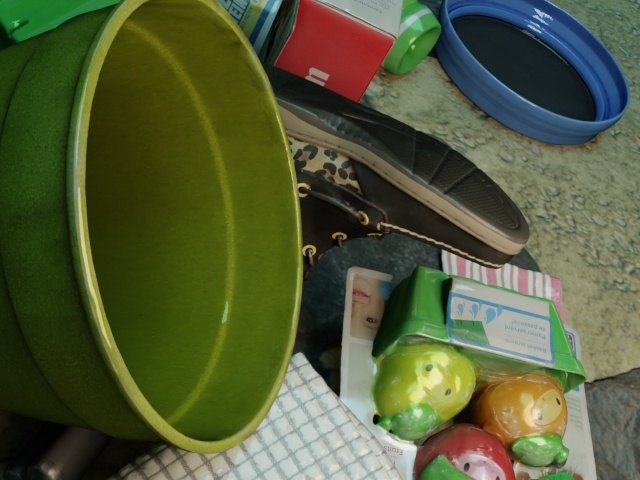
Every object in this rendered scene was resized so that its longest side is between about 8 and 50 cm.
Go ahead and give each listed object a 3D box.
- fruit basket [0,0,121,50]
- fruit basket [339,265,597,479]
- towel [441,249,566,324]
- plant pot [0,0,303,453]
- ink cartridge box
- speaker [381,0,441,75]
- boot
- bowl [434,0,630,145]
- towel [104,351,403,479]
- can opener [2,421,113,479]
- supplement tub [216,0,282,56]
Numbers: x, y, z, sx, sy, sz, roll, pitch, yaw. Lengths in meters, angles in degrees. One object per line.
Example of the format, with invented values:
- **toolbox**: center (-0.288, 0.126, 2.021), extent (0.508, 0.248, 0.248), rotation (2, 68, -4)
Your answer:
- **fruit basket**: center (-0.219, -0.245, 1.033), extent (0.392, 0.392, 0.283), rotation (-25, 67, -42)
- **fruit basket**: center (0.173, 0.209, 0.994), extent (0.327, 0.165, 0.353), rotation (16, 50, -15)
- **towel**: center (0.259, 0.082, 1.256), extent (0.197, 0.029, 0.144), rotation (16, 44, -16)
- **plant pot**: center (-0.246, -0.003, 0.776), extent (0.353, 0.366, 0.366), rotation (-5, 40, 20)
- **ink cartridge box**: center (-0.020, -0.200, 1.149), extent (0.130, 0.309, 0.272), rotation (22, 45, -11)
- **speaker**: center (0.061, -0.415, 1.526), extent (0.296, 0.131, 0.131), rotation (45, 44, 14)
- **boot**: center (0.000, 0.000, 0.970), extent (0.377, 0.284, 0.138), rotation (27, 25, 5)
- **bowl**: center (0.385, -0.331, 1.670), extent (0.391, 0.077, 0.391), rotation (16, 46, -17)
- **towel**: center (-0.029, 0.277, 0.803), extent (0.235, 0.121, 0.284), rotation (-30, 72, -27)
- **can opener**: center (-0.237, 0.227, 0.827), extent (0.095, 0.076, 0.283), rotation (58, 39, -19)
- **supplement tub**: center (-0.150, -0.351, 1.331), extent (0.199, 0.144, 0.144), rotation (26, 43, -6)
